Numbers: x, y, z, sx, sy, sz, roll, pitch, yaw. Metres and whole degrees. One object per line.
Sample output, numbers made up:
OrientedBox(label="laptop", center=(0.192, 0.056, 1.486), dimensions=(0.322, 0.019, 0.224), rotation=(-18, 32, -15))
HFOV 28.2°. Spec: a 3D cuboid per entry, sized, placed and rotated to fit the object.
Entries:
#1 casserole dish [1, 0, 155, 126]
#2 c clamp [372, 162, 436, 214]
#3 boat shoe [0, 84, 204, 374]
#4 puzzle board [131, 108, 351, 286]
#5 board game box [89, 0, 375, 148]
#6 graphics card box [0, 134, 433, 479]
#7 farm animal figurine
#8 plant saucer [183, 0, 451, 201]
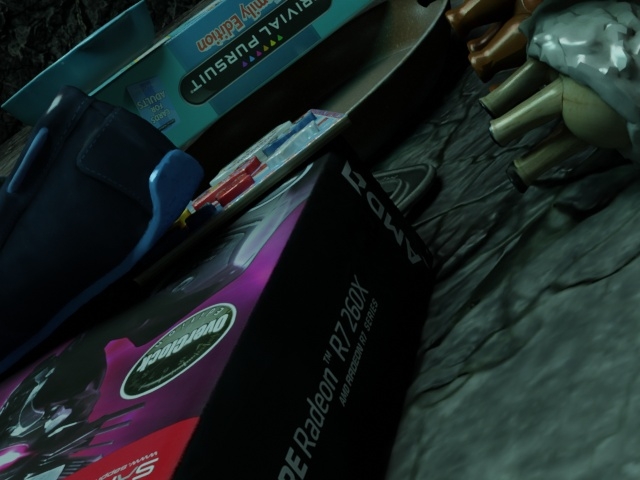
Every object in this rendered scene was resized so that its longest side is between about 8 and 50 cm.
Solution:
OrientedBox(label="casserole dish", center=(-0.193, -0.138, 1.033), dimensions=(0.114, 0.037, 0.188), rotation=(-42, 14, -25))
OrientedBox(label="c clamp", center=(0.000, 0.000, 0.782), dimensions=(0.137, 0.022, 0.160), rotation=(-42, 14, -29))
OrientedBox(label="boat shoe", center=(-0.157, -0.001, 0.654), dimensions=(0.258, 0.089, 0.109), rotation=(-37, 16, 36))
OrientedBox(label="puzzle board", center=(-0.046, -0.027, 0.646), dimensions=(0.128, 0.011, 0.096), rotation=(-38, 13, -4))
OrientedBox(label="board game box", center=(-0.095, -0.164, 1.142), dimensions=(0.336, 0.079, 0.254), rotation=(-39, 12, -11))
OrientedBox(label="graphics card box", center=(-0.089, 0.114, 0.531), dimensions=(0.232, 0.094, 0.371), rotation=(-31, 16, 27))
OrientedBox(label="farm animal figurine", center=(0.088, -0.222, 0.635), dimensions=(0.172, 0.330, 0.327), rotation=(-31, 17, 14))
OrientedBox(label="plant saucer", center=(-0.017, -0.085, 0.988), dimensions=(0.310, 0.050, 0.310), rotation=(-35, 16, 11))
